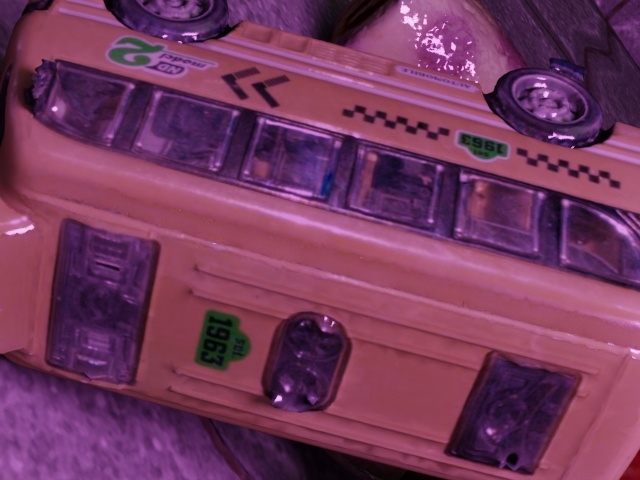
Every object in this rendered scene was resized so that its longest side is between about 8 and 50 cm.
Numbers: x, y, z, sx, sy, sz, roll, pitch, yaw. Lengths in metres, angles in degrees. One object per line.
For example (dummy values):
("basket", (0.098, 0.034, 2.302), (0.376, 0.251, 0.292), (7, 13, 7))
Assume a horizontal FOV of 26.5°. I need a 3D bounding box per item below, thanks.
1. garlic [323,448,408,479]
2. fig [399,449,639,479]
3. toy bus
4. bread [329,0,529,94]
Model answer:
("garlic", (0.045, 0.066, 0.904), (0.151, 0.196, 0.338), (-26, 103, -54))
("fig", (0.090, 0.195, 0.802), (0.186, 0.249, 0.204), (66, 35, -47))
("toy bus", (0.000, 0.000, 0.709), (0.365, 0.177, 0.202), (14, 41, -1))
("bread", (0.153, -0.115, 1.344), (0.338, 0.155, 0.187), (50, 21, -17))
